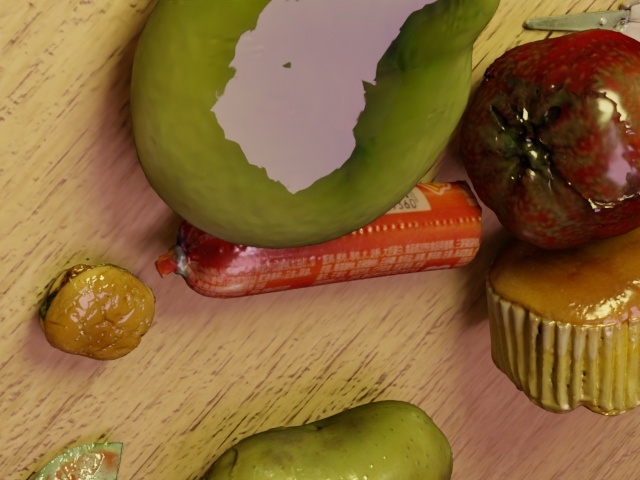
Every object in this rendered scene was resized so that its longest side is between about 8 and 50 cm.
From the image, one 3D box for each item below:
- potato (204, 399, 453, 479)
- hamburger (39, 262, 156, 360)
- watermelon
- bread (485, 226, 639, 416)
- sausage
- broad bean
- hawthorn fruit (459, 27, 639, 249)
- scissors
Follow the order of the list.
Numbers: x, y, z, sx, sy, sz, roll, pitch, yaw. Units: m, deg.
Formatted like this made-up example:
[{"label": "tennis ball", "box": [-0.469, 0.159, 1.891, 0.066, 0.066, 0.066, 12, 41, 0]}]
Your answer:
[{"label": "potato", "box": [0.002, 0.216, 1.092, 0.248, 0.143, 0.169, -21, 166, -31]}, {"label": "hamburger", "box": [-0.159, 0.051, 0.933, 0.083, 0.044, 0.076, 17, 105, -39]}, {"label": "watermelon", "box": [-0.175, 0.201, 1.000, 0.085, 0.061, 0.085, -12, 114, -28]}, {"label": "bread", "box": [0.262, 0.042, 1.148, 0.250, 0.179, 0.133, -22, 124, -24]}, {"label": "sausage", "box": [0.000, 0.000, 0.997, 0.274, 0.074, 0.074, -7, 121, -33]}, {"label": "broad bean", "box": [0.004, -0.121, 0.887, 0.291, 0.119, 0.238, -44, 126, -7]}, {"label": "hawthorn fruit", "box": [0.218, -0.084, 1.059, 0.235, 0.181, 0.181, -8, 124, -59]}, {"label": "scissors", "box": [0.246, -0.187, 1.105, 0.189, 0.015, 0.100, -8, 124, -32]}]
